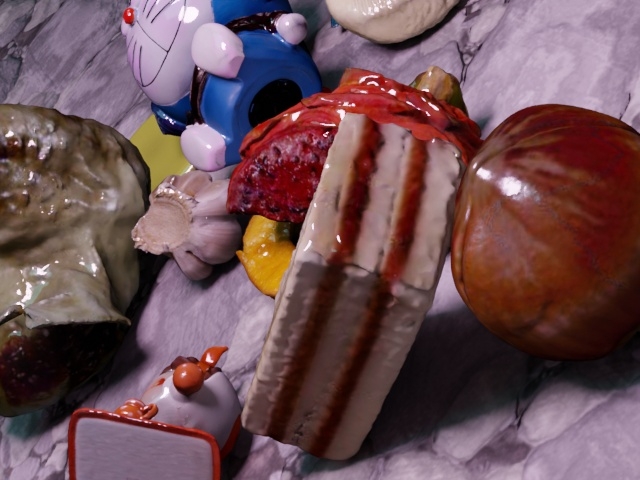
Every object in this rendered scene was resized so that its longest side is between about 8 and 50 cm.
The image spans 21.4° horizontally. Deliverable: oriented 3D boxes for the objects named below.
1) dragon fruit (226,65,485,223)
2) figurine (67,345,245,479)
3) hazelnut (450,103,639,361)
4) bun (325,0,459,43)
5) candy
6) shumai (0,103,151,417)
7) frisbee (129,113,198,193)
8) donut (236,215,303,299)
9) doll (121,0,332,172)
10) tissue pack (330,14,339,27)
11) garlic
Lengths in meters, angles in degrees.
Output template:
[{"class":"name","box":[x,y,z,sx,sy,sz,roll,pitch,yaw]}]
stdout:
[{"class":"dragon fruit","box":[0.057,-0.125,1.806,0.317,0.152,0.205,5,38,26]},{"class":"figurine","box":[-0.150,0.196,1.785,0.160,0.183,0.226,11,33,10]},{"class":"hazelnut","box":[0.216,-0.015,1.494,0.229,0.229,0.229,-33,34,26]},{"class":"bun","box":[0.100,-0.319,2.102,0.188,0.111,0.164,-33,51,20]},{"class":"candy","box":[0.028,0.053,1.611,0.321,0.135,0.179,109,179,-50]},{"class":"shumai","box":[-0.381,0.043,2.134,0.395,0.395,0.348,-22,67,38]},{"class":"frisbee","box":[-0.222,-0.124,2.378,0.236,0.017,0.236,-33,34,26]},{"class":"donut","box":[0.000,0.002,1.895,0.174,0.074,0.190,-51,35,-6]},{"class":"doll","box":[-0.128,-0.242,2.188,0.310,0.240,0.284,46,121,45]},{"class":"tissue pack","box":[0.073,-0.334,2.224,0.138,0.028,0.085,-27,40,25]},{"class":"garlic","box":[-0.155,-0.023,2.099,0.194,0.127,0.131,-74,3,-85]}]
